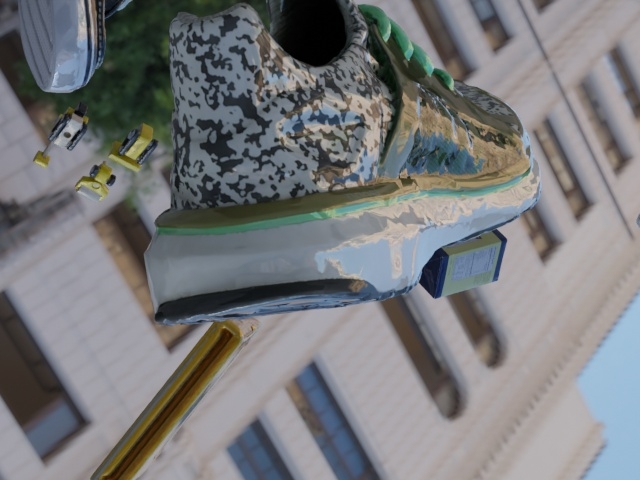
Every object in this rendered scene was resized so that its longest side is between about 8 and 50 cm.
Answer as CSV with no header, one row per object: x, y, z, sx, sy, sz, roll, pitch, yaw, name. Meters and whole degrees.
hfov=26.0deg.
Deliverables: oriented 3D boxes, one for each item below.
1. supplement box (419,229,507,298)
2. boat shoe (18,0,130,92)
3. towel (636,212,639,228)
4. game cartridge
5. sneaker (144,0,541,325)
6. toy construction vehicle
0.134,0.007,1.444,0.083,0.056,0.083,-14,-138,-27,supplement box
-0.223,-0.273,1.326,0.121,0.119,0.335,120,-32,-46,boat shoe
0.336,-0.056,1.173,0.113,0.023,0.152,-6,-154,30,towel
-0.194,0.225,1.981,0.285,0.053,0.324,-51,176,1,game cartridge
0.027,-0.084,0.805,0.158,0.182,0.410,-4,-168,21,sneaker
-0.203,-0.084,1.246,0.098,0.086,0.035,-46,-153,37,toy construction vehicle
